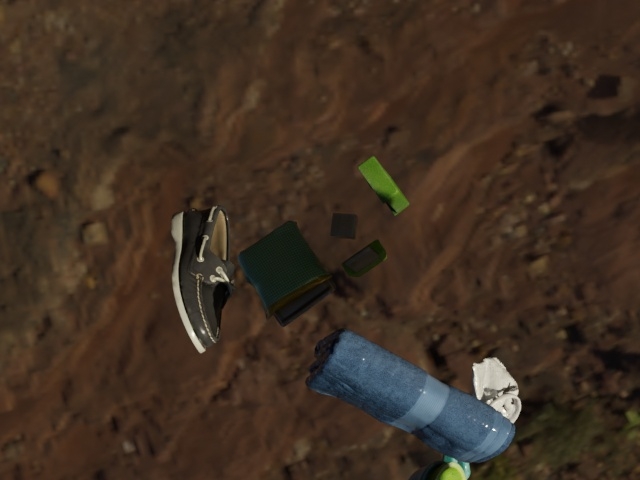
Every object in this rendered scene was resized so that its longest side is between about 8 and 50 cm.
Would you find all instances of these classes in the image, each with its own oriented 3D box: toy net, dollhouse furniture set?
[{"bbox_3d":[0.142,0.202,1.315,0.045,0.232,0.122,0,124,35],"label":"toy net"},{"bbox_3d":[0.000,0.000,1.147,0.151,0.058,0.076,-35,72,6],"label":"dollhouse furniture set"}]

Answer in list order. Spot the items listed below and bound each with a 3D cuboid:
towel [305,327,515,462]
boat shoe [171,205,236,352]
[{"bbox_3d":[0.051,0.093,0.831,0.119,0.029,0.067,29,159,-5],"label":"towel"},{"bbox_3d":[-0.074,0.022,0.943,0.038,0.125,0.046,-17,127,6],"label":"boat shoe"}]
